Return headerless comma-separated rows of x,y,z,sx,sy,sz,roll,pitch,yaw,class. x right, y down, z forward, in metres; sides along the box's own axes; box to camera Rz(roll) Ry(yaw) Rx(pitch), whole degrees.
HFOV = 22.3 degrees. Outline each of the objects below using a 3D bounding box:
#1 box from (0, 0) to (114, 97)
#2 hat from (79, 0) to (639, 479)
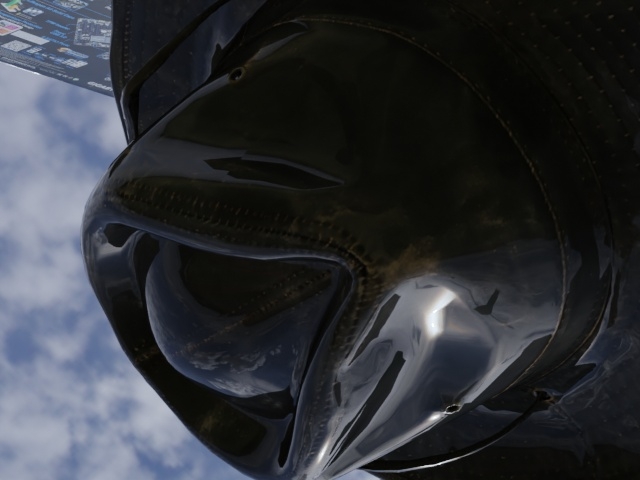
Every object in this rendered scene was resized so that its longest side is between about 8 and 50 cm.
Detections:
-0.157,-0.168,1.164,0.175,0.220,0.051,-15,-107,34,box
0.000,0.000,0.595,0.331,0.331,0.134,37,-134,21,hat
